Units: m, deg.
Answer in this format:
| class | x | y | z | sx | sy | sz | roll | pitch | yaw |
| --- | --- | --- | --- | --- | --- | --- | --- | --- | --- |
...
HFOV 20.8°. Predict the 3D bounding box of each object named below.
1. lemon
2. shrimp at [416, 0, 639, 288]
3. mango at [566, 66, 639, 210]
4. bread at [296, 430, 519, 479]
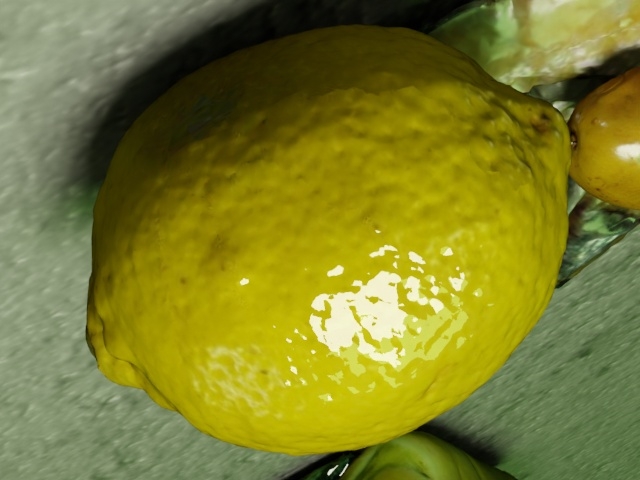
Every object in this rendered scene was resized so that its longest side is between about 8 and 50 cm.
| class | x | y | z | sx | sy | sz | roll | pitch | yaw |
| --- | --- | --- | --- | --- | --- | --- | --- | --- | --- |
| lemon | 0.000 | 0.000 | 0.844 | 0.260 | 0.204 | 0.204 | -25 | 158 | 14 |
| shrimp | 0.102 | -0.029 | 1.046 | 0.272 | 0.085 | 0.445 | -7 | 150 | -25 |
| mango | 0.177 | -0.050 | 0.935 | 0.114 | 0.060 | 0.080 | 13 | 139 | -43 |
| bread | 0.080 | 0.312 | 1.640 | 0.251 | 0.208 | 0.376 | -34 | 153 | 11 |
